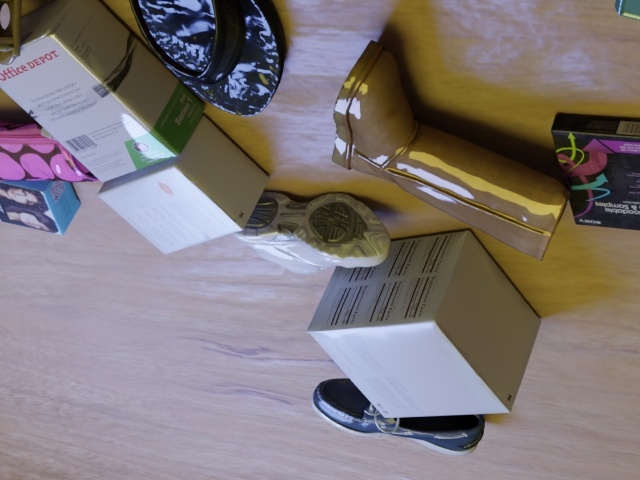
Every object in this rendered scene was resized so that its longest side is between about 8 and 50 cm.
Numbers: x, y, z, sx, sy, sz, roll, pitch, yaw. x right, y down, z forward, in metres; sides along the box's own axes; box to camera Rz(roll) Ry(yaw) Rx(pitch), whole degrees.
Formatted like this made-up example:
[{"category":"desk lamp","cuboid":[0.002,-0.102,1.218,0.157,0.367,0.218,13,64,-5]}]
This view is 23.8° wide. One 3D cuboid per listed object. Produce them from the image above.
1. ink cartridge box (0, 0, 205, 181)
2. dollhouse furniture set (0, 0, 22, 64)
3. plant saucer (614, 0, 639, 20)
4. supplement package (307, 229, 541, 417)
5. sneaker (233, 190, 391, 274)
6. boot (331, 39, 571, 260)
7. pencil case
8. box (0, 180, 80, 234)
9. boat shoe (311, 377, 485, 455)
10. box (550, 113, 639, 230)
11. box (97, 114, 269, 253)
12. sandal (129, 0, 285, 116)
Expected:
[{"category":"ink cartridge box","cuboid":[-0.276,-0.186,1.844,0.160,0.092,0.219,-14,130,44]},{"category":"dollhouse furniture set","cuboid":[-0.463,-0.256,1.740,0.182,0.101,0.161,-4,-171,-45]},{"category":"plant saucer","cuboid":[0.377,-0.217,1.449,0.192,0.018,0.067,15,146,12]},{"category":"supplement package","cuboid":[0.135,0.111,1.944,0.203,0.149,0.194,-8,135,40]},{"category":"sneaker","cuboid":[0.000,0.000,1.950,0.232,0.090,0.115,12,153,34]},{"category":"boot","cuboid":[0.151,-0.099,1.683,0.269,0.089,0.236,26,161,10]},{"category":"pencil case","cuboid":[-0.381,-0.123,2.006,0.209,0.095,0.098,-1,174,31]},{"category":"box","cuboid":[-0.469,-0.081,2.146,0.244,0.060,0.100,12,145,19]},{"category":"boat shoe","cuboid":[0.113,0.245,2.199,0.254,0.095,0.079,19,148,7]},{"category":"box","cuboid":[0.325,-0.072,1.676,0.116,0.029,0.162,6,145,27]},{"category":"box","cuboid":[-0.176,-0.069,1.945,0.170,0.091,0.130,-16,129,45]},{"category":"sandal","cuboid":[-0.150,-0.277,1.620,0.168,0.107,0.445,12,145,19]}]
